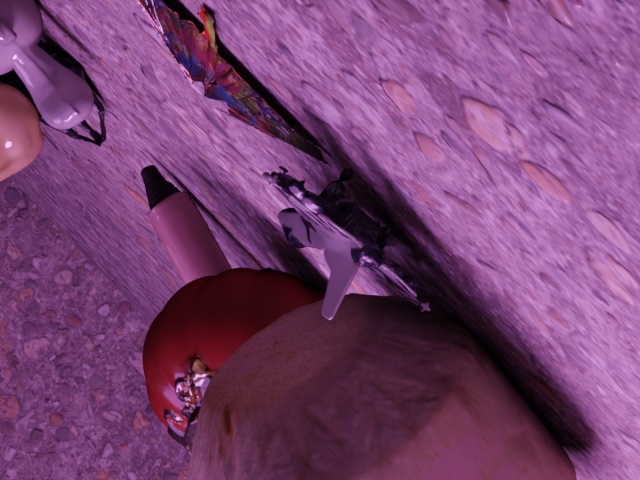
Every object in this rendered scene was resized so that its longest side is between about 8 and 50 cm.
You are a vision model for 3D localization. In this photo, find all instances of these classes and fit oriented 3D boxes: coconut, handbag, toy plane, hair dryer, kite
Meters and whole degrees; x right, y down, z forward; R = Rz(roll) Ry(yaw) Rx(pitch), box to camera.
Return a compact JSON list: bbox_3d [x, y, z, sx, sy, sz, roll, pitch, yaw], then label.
[{"bbox_3d":[0.052,0.207,1.509,0.329,0.329,0.329,45,170,10],"label":"coconut"},{"bbox_3d":[-0.278,-0.144,2.092,0.115,0.072,0.139,33,168,40],"label":"handbag"},{"bbox_3d":[0.012,-0.010,1.419,0.160,0.082,0.234,39,-172,-20],"label":"toy plane"},{"bbox_3d":[-0.118,0.074,2.070,0.344,0.189,0.107,60,173,11],"label":"hair dryer"},{"bbox_3d":[-0.076,-0.132,1.449,0.241,0.014,0.183,45,167,10],"label":"kite"}]

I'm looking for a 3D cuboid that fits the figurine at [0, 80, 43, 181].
[{"bbox_3d":[-0.365,-0.147,2.008,0.196,0.108,0.114,56,156,36],"label":"figurine"}]

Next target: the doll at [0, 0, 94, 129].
[{"bbox_3d":[-0.351,-0.231,1.917,0.252,0.111,0.237,49,172,-36],"label":"doll"}]

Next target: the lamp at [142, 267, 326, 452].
[{"bbox_3d":[-0.062,0.123,1.884,0.227,0.227,0.227,45,170,10],"label":"lamp"}]
